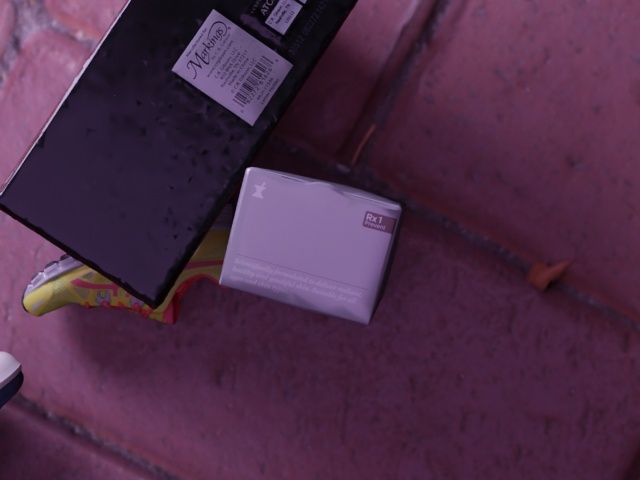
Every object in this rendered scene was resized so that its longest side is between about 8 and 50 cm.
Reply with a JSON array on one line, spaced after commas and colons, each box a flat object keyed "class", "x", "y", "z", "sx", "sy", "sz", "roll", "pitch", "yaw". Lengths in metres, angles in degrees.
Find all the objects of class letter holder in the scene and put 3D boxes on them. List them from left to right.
[{"class": "letter holder", "x": -0.122, "y": -0.110, "z": 1.264, "sx": 0.152, "sy": 0.214, "sz": 0.302, "roll": 33, "pitch": 84, "yaw": -7}]

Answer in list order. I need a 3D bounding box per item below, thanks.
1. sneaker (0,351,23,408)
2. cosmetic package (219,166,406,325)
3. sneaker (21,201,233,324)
[{"class": "sneaker", "x": -0.356, "y": 0.258, "z": 1.365, "sx": 0.148, "sy": 0.131, "sz": 0.350, "roll": 41, "pitch": 102, "yaw": -4}, {"class": "cosmetic package", "x": 0.000, "y": 0.000, "z": 1.243, "sx": 0.127, "sy": 0.238, "sz": 0.107, "roll": 15, "pitch": 96, "yaw": 5}, {"class": "sneaker", "x": -0.166, "y": 0.038, "z": 1.345, "sx": 0.208, "sy": 0.081, "sz": 0.094, "roll": -20, "pitch": 93, "yaw": 7}]
